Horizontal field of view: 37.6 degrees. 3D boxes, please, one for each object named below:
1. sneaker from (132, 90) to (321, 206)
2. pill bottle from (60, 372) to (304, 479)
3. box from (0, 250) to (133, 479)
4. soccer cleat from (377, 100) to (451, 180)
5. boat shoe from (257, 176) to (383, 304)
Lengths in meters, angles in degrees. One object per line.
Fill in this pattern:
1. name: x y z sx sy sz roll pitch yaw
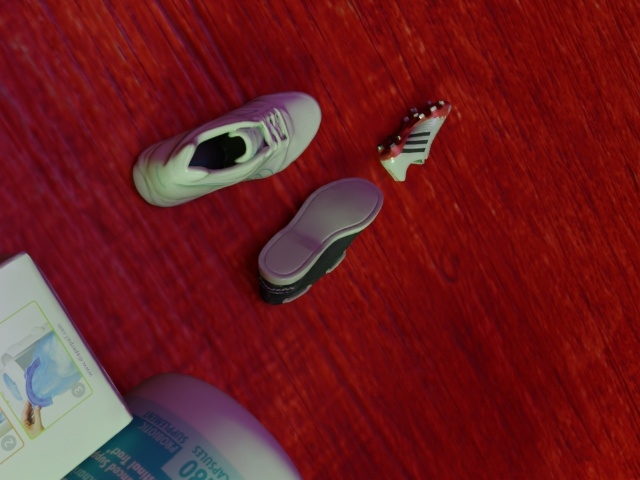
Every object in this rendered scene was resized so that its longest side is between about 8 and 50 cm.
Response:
1. sneaker: -0.048 -0.063 0.625 0.152 0.061 0.054 -31 102 -37
2. pill bottle: -0.132 0.197 0.473 0.264 0.146 0.146 -39 108 -35
3. box: -0.213 0.102 0.442 0.203 0.114 0.103 -39 109 -34
4. soccer cleat: 0.077 -0.080 0.745 0.083 0.029 0.036 -45 120 -29
5. boat shoe: 0.000 0.000 0.668 0.046 0.038 0.125 31 51 15
